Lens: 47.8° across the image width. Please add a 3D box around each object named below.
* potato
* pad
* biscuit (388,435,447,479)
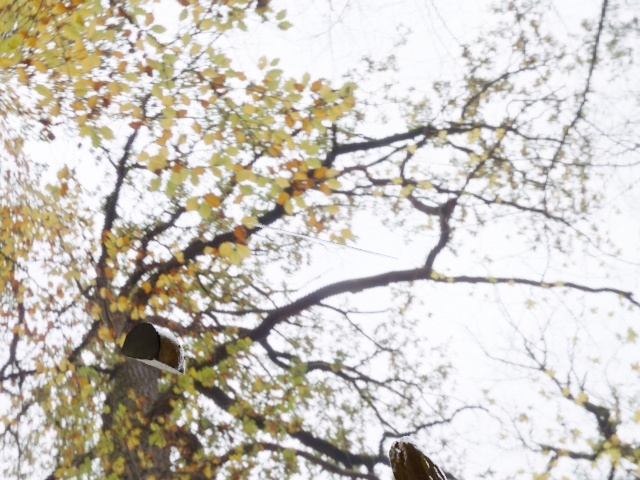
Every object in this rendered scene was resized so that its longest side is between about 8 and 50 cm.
[{"bbox_3d":[-0.282,0.195,1.288,0.103,0.096,0.066,43,-119,-51],"label":"potato"},{"bbox_3d":[0.000,0.000,1.301,0.266,0.176,0.002,14,-91,-7],"label":"pad"},{"bbox_3d":[0.214,0.429,1.103,0.052,0.262,0.277,-33,-35,16],"label":"biscuit"}]
